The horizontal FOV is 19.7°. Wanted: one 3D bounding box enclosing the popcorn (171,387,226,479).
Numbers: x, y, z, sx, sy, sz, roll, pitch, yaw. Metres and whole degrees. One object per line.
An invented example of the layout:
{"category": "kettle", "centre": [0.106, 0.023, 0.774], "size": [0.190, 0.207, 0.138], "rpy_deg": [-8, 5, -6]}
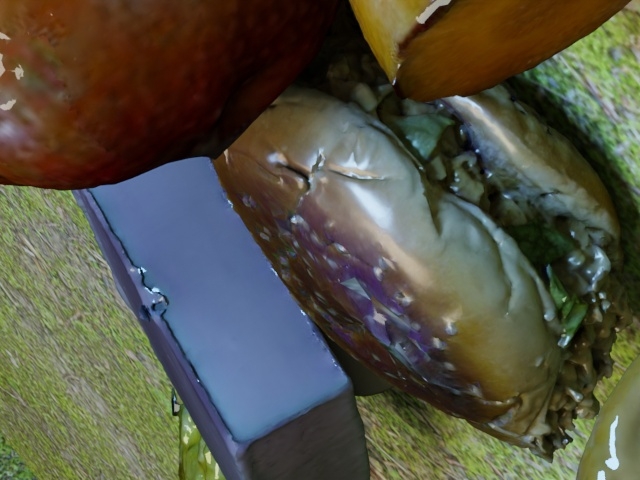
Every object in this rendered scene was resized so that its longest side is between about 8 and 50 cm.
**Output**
{"category": "popcorn", "centre": [-0.065, 0.183, 1.660], "size": [0.173, 0.142, 0.173], "rpy_deg": [163, 90, -88]}

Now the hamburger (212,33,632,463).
{"category": "hamburger", "centre": [0.059, 0.002, 1.088], "size": [0.286, 0.146, 0.243], "rpy_deg": [43, 162, -7]}

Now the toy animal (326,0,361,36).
{"category": "toy animal", "centre": [-0.028, -0.148, 1.137], "size": [0.099, 0.057, 0.241], "rpy_deg": [6, 134, 41]}

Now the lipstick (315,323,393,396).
{"category": "lipstick", "centre": [0.000, 0.000, 1.317], "size": [0.070, 0.070, 0.254], "rpy_deg": [27, 149, 45]}

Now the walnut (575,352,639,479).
{"category": "walnut", "centre": [0.236, 0.130, 0.853], "size": [0.257, 0.257, 0.224], "rpy_deg": [50, -175, 1]}

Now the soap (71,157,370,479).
{"category": "soap", "centre": [-0.078, 0.070, 1.406], "size": [0.296, 0.107, 0.285], "rpy_deg": [59, 170, 23]}

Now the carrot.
{"category": "carrot", "centre": [0.041, -0.188, 0.843], "size": [0.225, 0.159, 0.159], "rpy_deg": [54, 160, 12]}

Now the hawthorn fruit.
{"category": "hawthorn fruit", "centre": [-0.142, -0.165, 0.964], "size": [0.311, 0.295, 0.295], "rpy_deg": [34, 157, 1]}
